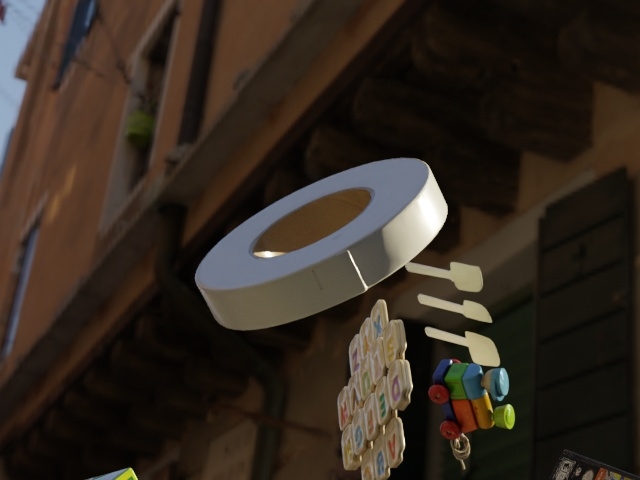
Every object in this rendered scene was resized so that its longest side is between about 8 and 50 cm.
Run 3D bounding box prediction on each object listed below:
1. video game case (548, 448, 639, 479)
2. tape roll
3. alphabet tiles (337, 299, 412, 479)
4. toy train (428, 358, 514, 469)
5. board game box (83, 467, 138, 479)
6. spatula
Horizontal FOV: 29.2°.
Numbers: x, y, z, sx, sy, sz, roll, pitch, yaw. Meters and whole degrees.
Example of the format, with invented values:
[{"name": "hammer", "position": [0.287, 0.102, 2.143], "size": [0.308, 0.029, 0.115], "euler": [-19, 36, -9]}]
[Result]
[{"name": "video game case", "position": [0.420, 0.493, 1.983], "size": [0.035, 0.275, 0.248], "euler": [33, -10, -25]}, {"name": "tape roll", "position": [0.000, 0.000, 1.820], "size": [0.392, 0.392, 0.072], "euler": [-14, -68, 33]}, {"name": "alphabet tiles", "position": [0.082, 0.248, 1.950], "size": [0.021, 0.278, 0.284], "euler": [6, -35, -17]}, {"name": "toy train", "position": [0.314, 0.348, 2.398], "size": [0.143, 0.105, 0.248], "euler": [-3, -61, 31]}, {"name": "board game box", "position": [-0.249, 0.265, 1.133], "size": [0.181, 0.092, 0.043], "euler": [-22, -81, 40]}, {"name": "spatula", "position": [0.211, 0.112, 1.999], "size": [0.019, 0.168, 0.242], "euler": [-22, 12, -22]}]
